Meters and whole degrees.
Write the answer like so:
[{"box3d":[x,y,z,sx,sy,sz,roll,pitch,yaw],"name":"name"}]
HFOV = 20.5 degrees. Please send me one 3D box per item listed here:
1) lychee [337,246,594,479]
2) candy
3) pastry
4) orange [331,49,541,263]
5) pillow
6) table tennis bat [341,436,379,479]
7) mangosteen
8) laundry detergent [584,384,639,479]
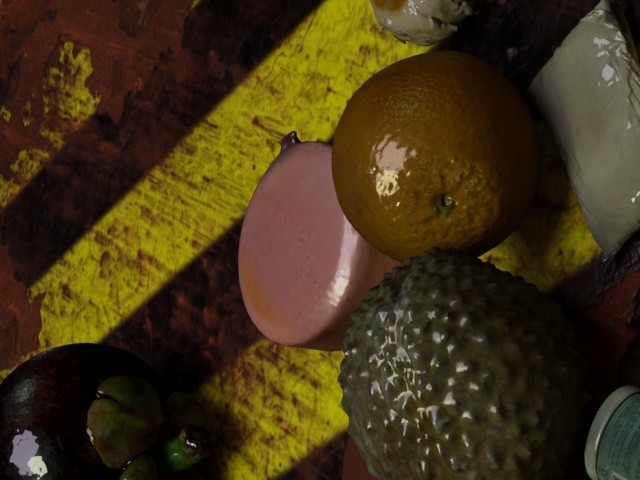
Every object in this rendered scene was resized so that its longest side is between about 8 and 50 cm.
[{"box3d":[0.136,0.142,1.716,0.255,0.274,0.255,-20,46,22],"name":"lychee"},{"box3d":[0.000,0.000,2.064,0.255,0.094,0.255,-19,67,51],"name":"candy"},{"box3d":[0.116,-0.297,1.992,0.166,0.088,0.166,-25,58,49],"name":"pastry"},{"box3d":[0.118,-0.083,1.817,0.236,0.236,0.236,-19,66,51],"name":"orange"},{"box3d":[0.283,-0.111,1.747,0.148,0.050,0.230,-53,42,42],"name":"pillow"},{"box3d":[0.073,0.228,1.973,0.138,0.022,0.247,-1,82,53],"name":"table tennis bat"},{"box3d":[-0.282,0.265,2.239,0.300,0.300,0.300,-19,66,51],"name":"mangosteen"},{"box3d":[0.331,0.213,1.573,0.225,0.070,0.099,30,99,54],"name":"laundry detergent"}]
